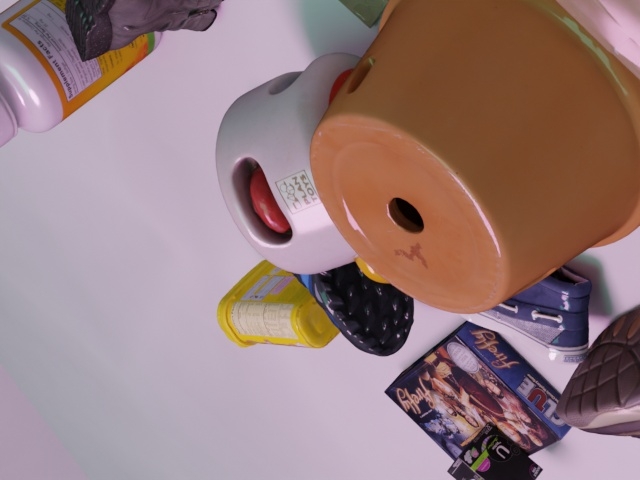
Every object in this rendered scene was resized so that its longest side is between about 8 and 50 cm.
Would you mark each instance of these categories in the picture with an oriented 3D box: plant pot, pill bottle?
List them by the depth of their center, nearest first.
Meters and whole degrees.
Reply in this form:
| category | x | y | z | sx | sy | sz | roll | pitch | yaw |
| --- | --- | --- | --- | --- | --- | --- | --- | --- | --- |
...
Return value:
| category | x | y | z | sx | sy | sz | roll | pitch | yaw |
| --- | --- | --- | --- | --- | --- | --- | --- | --- | --- |
| plant pot | 0.130 | -0.078 | 1.035 | 0.291 | 0.203 | 0.291 | 34 | 149 | 23 |
| pill bottle | -0.311 | -0.209 | 1.438 | 0.136 | 0.246 | 0.136 | 35 | 151 | 23 |

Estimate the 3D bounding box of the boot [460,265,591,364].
| category | x | y | z | sx | sy | sz | roll | pitch | yaw |
| --- | --- | --- | --- | --- | --- | --- | --- | --- | --- |
| boot | 0.202 | 0.050 | 1.275 | 0.190 | 0.069 | 0.086 | 27 | 120 | 50 |

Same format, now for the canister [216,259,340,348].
| category | x | y | z | sx | sy | sz | roll | pitch | yaw |
| --- | --- | --- | --- | --- | --- | --- | --- | --- | --- |
| canister | -0.034 | 0.077 | 1.565 | 0.170 | 0.126 | 0.073 | -1 | 127 | 53 |

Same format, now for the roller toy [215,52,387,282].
| category | x | y | z | sx | sy | sz | roll | pitch | yaw |
| --- | --- | --- | --- | --- | --- | --- | --- | --- | --- |
| roller toy | 0.010 | -0.072 | 1.204 | 0.146 | 0.209 | 0.191 | -20 | 146 | 37 |

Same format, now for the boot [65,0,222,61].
| category | x | y | z | sx | sy | sz | roll | pitch | yaw |
| --- | --- | --- | --- | --- | --- | --- | --- | --- | --- |
| boot | -0.162 | -0.265 | 1.257 | 0.083 | 0.161 | 0.246 | 68 | 160 | 8 |

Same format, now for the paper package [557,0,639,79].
| category | x | y | z | sx | sy | sz | roll | pitch | yaw |
| --- | --- | --- | --- | --- | --- | --- | --- | --- | --- |
| paper package | 0.250 | -0.202 | 0.559 | 0.309 | 0.325 | 0.168 | 45 | 153 | 3 |

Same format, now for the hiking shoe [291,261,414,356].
| category | x | y | z | sx | sy | sz | roll | pitch | yaw |
| --- | --- | --- | --- | --- | --- | --- | --- | --- | --- |
| hiking shoe | 0.000 | 0.000 | 1.453 | 0.304 | 0.113 | 0.132 | 57 | 162 | -1 |

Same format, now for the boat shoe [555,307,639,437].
| category | x | y | z | sx | sy | sz | roll | pitch | yaw |
| --- | --- | --- | --- | --- | --- | --- | --- | --- | --- |
| boat shoe | 0.331 | 0.139 | 1.119 | 0.130 | 0.132 | 0.355 | 39 | 162 | -7 |

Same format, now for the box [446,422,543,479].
| category | x | y | z | sx | sy | sz | roll | pitch | yaw |
| --- | --- | --- | --- | --- | --- | --- | --- | --- | --- |
| box | 0.200 | 0.264 | 1.454 | 0.083 | 0.062 | 0.052 | 41 | 151 | 12 |

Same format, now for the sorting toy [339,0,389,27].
| category | x | y | z | sx | sy | sz | roll | pitch | yaw |
| --- | --- | --- | --- | --- | --- | --- | --- | --- | --- |
| sorting toy | 0.026 | -0.239 | 1.173 | 0.083 | 0.012 | 0.062 | 42 | 158 | 1 |

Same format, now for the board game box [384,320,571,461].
| category | x | y | z | sx | sy | sz | roll | pitch | yaw |
| --- | --- | --- | --- | --- | --- | --- | --- | --- | --- |
| board game box | 0.184 | 0.192 | 1.498 | 0.165 | 0.042 | 0.243 | 44 | 153 | 4 |
